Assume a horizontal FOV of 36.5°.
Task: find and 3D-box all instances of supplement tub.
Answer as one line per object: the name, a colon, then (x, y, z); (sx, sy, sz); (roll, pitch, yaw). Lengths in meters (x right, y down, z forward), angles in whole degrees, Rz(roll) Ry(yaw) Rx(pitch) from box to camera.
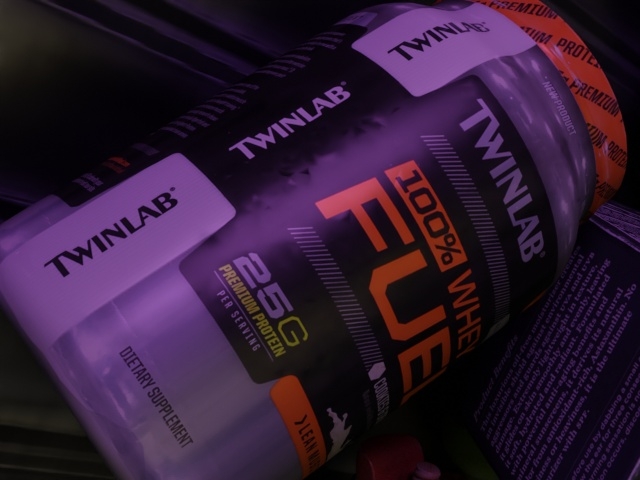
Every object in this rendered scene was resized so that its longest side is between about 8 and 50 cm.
supplement tub: (0.000, 0.000, 0.526); (0.316, 0.193, 0.194); (-35, 130, -17)

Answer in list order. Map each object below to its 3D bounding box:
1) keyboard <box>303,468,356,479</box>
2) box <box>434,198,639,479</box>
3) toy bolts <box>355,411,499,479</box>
keyboard: (-0.002, 0.233, 0.774); (0.100, 0.038, 0.192); (-18, 129, 0)
box: (0.260, 0.105, 0.653); (0.296, 0.294, 0.183); (20, 104, -17)
toy bolts: (0.123, 0.240, 0.723); (0.228, 0.218, 0.159); (0, 109, -45)
